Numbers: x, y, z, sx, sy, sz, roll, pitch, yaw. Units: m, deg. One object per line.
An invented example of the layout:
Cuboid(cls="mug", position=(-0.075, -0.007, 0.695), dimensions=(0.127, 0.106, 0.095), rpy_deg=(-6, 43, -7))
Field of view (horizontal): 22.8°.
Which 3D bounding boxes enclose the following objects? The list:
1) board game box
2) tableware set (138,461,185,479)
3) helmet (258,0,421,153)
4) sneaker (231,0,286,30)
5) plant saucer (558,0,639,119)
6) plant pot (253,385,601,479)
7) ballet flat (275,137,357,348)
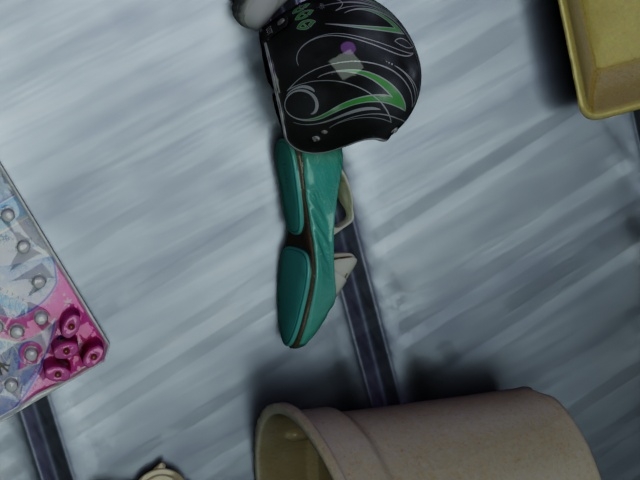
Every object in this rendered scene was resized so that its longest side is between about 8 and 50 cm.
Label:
Cuboid(cls="board game box", position=(-0.483, 0.062, 1.683), dimensions=(0.390, 0.050, 0.390), rpy_deg=(-30, 103, -5))
Cuboid(cls="tableware set", position=(-0.165, 0.340, 1.807), dimensions=(0.169, 0.020, 0.141), rpy_deg=(34, 94, -16))
Cuboid(cls="helmet", position=(0.025, -0.180, 1.682), dimensions=(0.161, 0.169, 0.169), rpy_deg=(-13, 102, -2))
Cuboid(cls="sneaker", position=(0.017, -0.339, 1.687), dimensions=(0.129, 0.111, 0.297), rpy_deg=(37, 92, -20))
Cuboid(cls="plant saucer", position=(0.403, -0.334, 1.774), dimensions=(0.333, 0.081, 0.332), rpy_deg=(-15, 101, -8))
Cuboid(cls="plant pot", position=(0.128, 0.301, 1.729), dimensions=(0.305, 0.334, 0.334), rpy_deg=(-14, 102, -20))
Cuboid(cls="ballet flat", position=(0.000, 0.000, 1.754), dimensions=(0.087, 0.083, 0.247), rpy_deg=(-6, 103, -24))
